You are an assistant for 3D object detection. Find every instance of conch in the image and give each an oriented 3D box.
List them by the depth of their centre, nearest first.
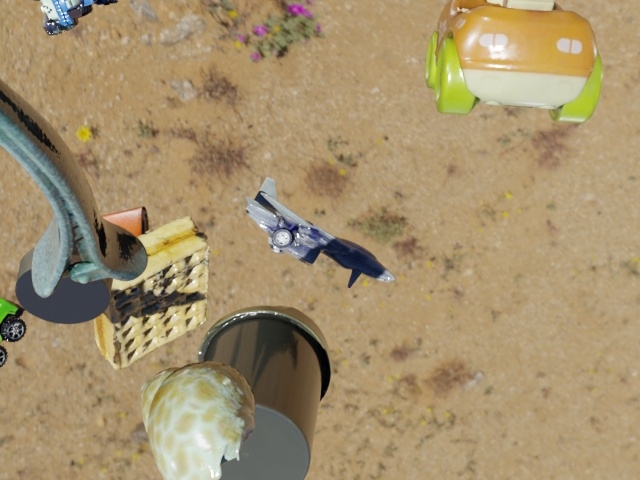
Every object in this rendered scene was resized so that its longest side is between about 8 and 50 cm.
[{"bbox_3d":[-0.118,0.170,0.793,0.106,0.173,0.116,28,110,-11],"label":"conch"}]

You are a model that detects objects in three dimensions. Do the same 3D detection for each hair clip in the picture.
[{"bbox_3d":[-0.138,-0.031,0.405,0.070,0.039,0.229,-11,155,-6],"label":"hair clip"}]

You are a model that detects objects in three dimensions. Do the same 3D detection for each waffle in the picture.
[{"bbox_3d":[-0.369,0.121,1.823,0.261,0.114,0.376,-25,155,-25],"label":"waffle"}]

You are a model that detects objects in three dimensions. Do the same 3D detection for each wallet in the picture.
[{"bbox_3d":[-0.514,0.000,1.986,0.205,0.142,0.045,-12,149,10],"label":"wallet"}]

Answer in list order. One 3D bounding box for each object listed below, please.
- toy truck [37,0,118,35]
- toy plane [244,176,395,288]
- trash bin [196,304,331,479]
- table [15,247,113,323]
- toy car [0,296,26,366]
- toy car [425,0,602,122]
[{"bbox_3d":[-0.509,-0.522,1.727,0.126,0.208,0.113,-6,126,18],"label":"toy truck"},{"bbox_3d":[-0.007,0.010,1.334,0.267,0.212,0.088,36,81,-1],"label":"toy plane"},{"bbox_3d":[-0.094,0.224,1.269,0.214,0.333,0.214,2,115,4],"label":"trash bin"},{"bbox_3d":[-0.370,0.064,1.199,0.134,0.043,0.133,-3,135,-3],"label":"table"},{"bbox_3d":[-0.351,0.116,0.775,0.165,0.071,0.062,-60,136,-25],"label":"toy car"},{"bbox_3d":[0.190,-0.237,0.805,0.145,0.235,0.235,4,126,0],"label":"toy car"}]
